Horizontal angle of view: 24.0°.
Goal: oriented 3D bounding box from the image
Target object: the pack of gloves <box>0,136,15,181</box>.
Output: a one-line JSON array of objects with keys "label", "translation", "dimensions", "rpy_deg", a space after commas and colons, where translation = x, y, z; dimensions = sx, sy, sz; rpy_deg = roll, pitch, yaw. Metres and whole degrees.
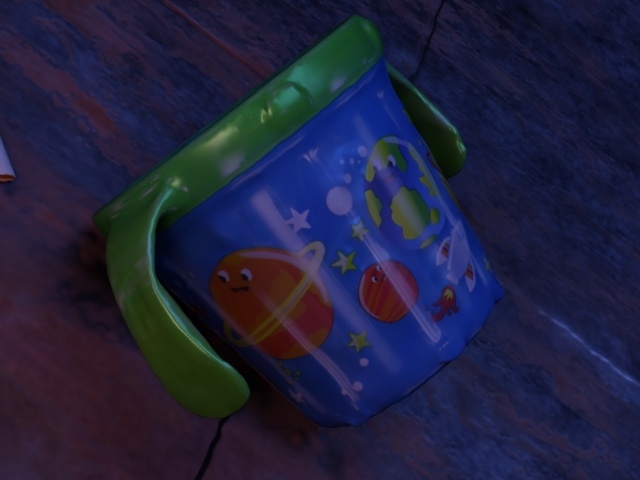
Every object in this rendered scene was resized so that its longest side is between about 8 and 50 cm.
[{"label": "pack of gloves", "translation": [-0.318, -0.147, 1.021], "dimensions": [0.195, 0.046, 0.232], "rpy_deg": [0, 57, -42]}]

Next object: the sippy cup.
[{"label": "sippy cup", "translation": [0.000, 0.000, 1.046], "dimensions": [0.305, 0.240, 0.224], "rpy_deg": [-40, 98, -12]}]
